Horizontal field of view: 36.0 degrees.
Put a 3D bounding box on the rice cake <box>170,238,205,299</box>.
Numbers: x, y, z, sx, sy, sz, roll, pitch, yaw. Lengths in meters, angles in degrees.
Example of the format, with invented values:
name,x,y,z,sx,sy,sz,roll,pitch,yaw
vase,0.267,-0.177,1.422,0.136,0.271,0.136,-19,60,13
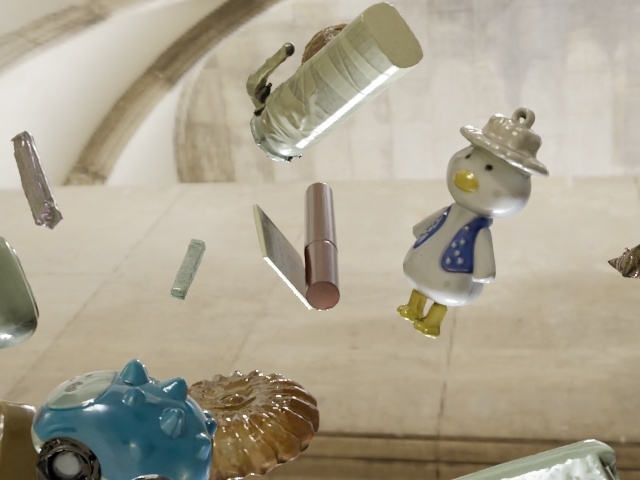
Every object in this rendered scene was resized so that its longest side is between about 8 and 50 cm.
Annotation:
name,x,y,z,sx,sy,sz,roll,pitch,yaw
rice cake,-0.258,0.055,1.923,0.170,0.033,0.029,-76,-9,-51

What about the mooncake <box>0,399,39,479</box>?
name,x,y,z,sx,sy,sz,roll,pitch,yaw
mooncake,-0.563,0.375,1.671,0.117,0.235,0.234,20,-114,-39

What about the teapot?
name,x,y,z,sx,sy,sz,roll,pitch,yaw
teapot,0.000,-0.169,1.022,0.107,0.200,0.077,53,-140,-2

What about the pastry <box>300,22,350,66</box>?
name,x,y,z,sx,sy,sz,roll,pitch,yaw
pastry,0.023,-0.230,1.283,0.097,0.109,0.057,82,167,-55

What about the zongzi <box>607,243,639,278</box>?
name,x,y,z,sx,sy,sz,roll,pitch,yaw
zongzi,0.515,0.040,1.664,0.083,0.074,0.067,39,-107,-52

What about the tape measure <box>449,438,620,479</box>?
name,x,y,z,sx,sy,sz,roll,pitch,yaw
tape measure,0.063,0.235,0.559,0.262,0.259,0.138,67,-173,-60

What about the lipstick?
name,x,y,z,sx,sy,sz,roll,pitch,yaw
lipstick,0.000,0.000,1.636,0.356,0.057,0.057,-91,-6,-62

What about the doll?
name,x,y,z,sx,sy,sz,roll,pitch,yaw
doll,0.177,-0.025,1.172,0.119,0.138,0.293,16,-73,-39

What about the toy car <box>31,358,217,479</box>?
name,x,y,z,sx,sy,sz,roll,pitch,yaw
toy car,-0.257,0.258,1.344,0.188,0.255,0.190,-112,47,-80

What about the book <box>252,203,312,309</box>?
name,x,y,z,sx,sy,sz,roll,pitch,yaw
book,-0.062,0.028,1.647,0.172,0.012,0.118,51,-161,-48

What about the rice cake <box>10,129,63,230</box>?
name,x,y,z,sx,sy,sz,roll,pitch,yaw
rice cake,-0.594,-0.129,2.056,0.049,0.055,0.269,21,-149,-48

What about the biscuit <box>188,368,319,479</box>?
name,x,y,z,sx,sy,sz,roll,pitch,yaw
biscuit,-0.162,0.331,1.836,0.325,0.326,0.107,-59,-38,-67

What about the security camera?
name,x,y,z,sx,sy,sz,roll,pitch,yaw
security camera,-0.464,0.001,1.328,0.301,0.080,0.157,66,155,3
